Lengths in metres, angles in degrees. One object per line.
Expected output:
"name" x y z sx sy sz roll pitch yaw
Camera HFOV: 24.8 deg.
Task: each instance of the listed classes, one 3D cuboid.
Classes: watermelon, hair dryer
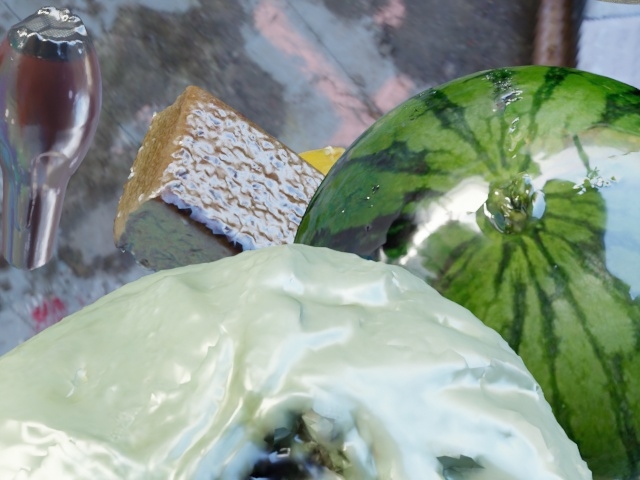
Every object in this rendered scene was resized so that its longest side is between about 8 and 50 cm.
"watermelon" 0.101 0.035 0.710 0.242 0.242 0.242 -7 112 -17
"hair dryer" -0.415 -0.146 1.600 0.340 0.123 0.313 21 125 1

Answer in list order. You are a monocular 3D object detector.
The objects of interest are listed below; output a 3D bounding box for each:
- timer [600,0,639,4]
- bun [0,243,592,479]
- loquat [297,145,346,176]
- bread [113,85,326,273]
"timer" 0.195 -0.344 1.009 0.386 0.376 0.376 16 104 -24
"bun" -0.020 0.106 0.381 0.221 0.108 0.221 2 82 -13
"loquat" 0.000 0.000 1.762 0.176 0.187 0.234 2 106 -21
"bread" -0.003 0.035 1.402 0.416 0.165 0.113 36 138 -20
